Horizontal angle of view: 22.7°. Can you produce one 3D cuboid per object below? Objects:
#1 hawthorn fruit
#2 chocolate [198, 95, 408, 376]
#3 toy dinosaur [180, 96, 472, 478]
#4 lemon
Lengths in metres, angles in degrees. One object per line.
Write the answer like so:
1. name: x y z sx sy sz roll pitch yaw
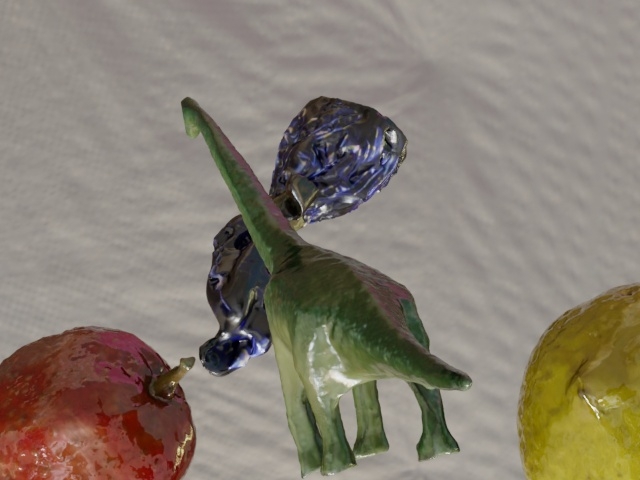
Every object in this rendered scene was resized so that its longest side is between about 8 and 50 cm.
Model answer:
1. hawthorn fruit: -0.204 0.174 1.438 0.205 0.253 0.205 50 -157 -31
2. chocolate: -0.041 -0.009 1.631 0.126 0.148 0.343 29 -121 10
3. toy dinosaur: 0.000 0.000 1.041 0.087 0.447 0.300 -9 -96 -20
4. lemon: 0.281 0.153 1.258 0.267 0.267 0.267 13 -112 -35
